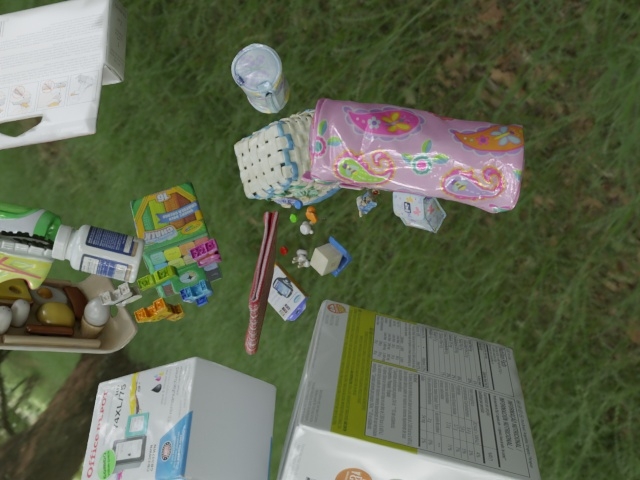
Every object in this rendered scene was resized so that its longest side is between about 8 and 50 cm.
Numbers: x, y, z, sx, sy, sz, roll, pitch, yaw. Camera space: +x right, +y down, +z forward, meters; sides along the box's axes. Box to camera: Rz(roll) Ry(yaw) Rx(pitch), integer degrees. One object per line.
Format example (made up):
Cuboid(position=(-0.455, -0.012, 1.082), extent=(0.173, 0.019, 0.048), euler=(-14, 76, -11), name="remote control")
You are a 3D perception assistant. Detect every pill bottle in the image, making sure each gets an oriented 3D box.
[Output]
Cuboid(position=(-0.317, 0.016, 1.129), extent=(0.120, 0.067, 0.067), euler=(15, 166, -13), name="pill bottle")

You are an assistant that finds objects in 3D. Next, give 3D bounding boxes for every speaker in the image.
Cuboid(position=(-0.709, -0.030, 1.663), extent=(0.296, 0.131, 0.131), euler=(11, 157, 1), name="speaker")

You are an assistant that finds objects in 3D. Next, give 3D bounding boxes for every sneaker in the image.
Cuboid(position=(-0.520, 0.029, 1.223), extent=(0.208, 0.094, 0.081), euler=(14, -166, -24), name="sneaker")

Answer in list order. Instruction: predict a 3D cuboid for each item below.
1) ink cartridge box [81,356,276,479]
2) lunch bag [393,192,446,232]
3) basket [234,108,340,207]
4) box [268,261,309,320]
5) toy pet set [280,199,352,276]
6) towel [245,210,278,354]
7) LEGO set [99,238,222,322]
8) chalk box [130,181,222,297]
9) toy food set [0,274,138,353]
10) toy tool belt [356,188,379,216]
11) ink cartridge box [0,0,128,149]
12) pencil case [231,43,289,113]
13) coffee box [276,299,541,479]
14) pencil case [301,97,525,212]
Cuboid(position=(-0.245, 0.343, 1.367), extent=(0.270, 0.198, 0.197), euler=(-20, 144, 36), name="ink cartridge box")
Cuboid(position=(0.168, -0.056, 1.379), extent=(0.071, 0.053, 0.083), euler=(17, 156, 40), name="lunch bag")
Cuboid(position=(-0.027, -0.183, 1.758), extent=(0.254, 0.288, 0.201), euler=(-17, 90, 54), name="basket")
Cuboid(position=(-0.088, 0.127, 1.889), extent=(0.136, 0.081, 0.028), euler=(47, -162, 17), name="box")
Cuboid(position=(0.000, 0.000, 1.386), extent=(0.114, 0.065, 0.122), euler=(44, 134, 27), name="toy pet set")
Cuboid(position=(-0.117, 0.088, 1.528), extent=(0.031, 0.199, 0.275), euler=(10, 152, -1), name="towel")
Cuboid(position=(-0.254, 0.092, 1.372), extent=(0.087, 0.227, 0.093), euler=(68, -171, 18), name="LEGO set")
Cuboid(position=(-0.376, 0.017, 2.084), extent=(0.289, 0.180, 0.179), euler=(-118, 12, -45), name="chalk box")
Cuboid(position=(-0.517, 0.103, 1.478), extent=(0.306, 0.092, 0.220), euler=(12, -154, -43), name="toy food set")
Cuboid(position=(0.128, -0.100, 2.073), extent=(0.052, 0.051, 0.083), euler=(23, 137, -24), name="toy tool belt")
Cuboid(position=(-0.469, -0.258, 1.296), extent=(0.296, 0.261, 0.066), euler=(-6, 160, 16), name="ink cartridge box")
Cuboid(position=(-0.136, -0.382, 1.891), extent=(0.124, 0.113, 0.273), euler=(50, -179, 0), name="pencil case")
Cuboid(position=(0.110, 0.349, 1.208), extent=(0.334, 0.338, 0.338), euler=(14, 115, 0), name="coffee box")
Cuboid(position=(0.120, -0.110, 1.023), extent=(0.284, 0.124, 0.124), euler=(8, 154, 4), name="pencil case")
